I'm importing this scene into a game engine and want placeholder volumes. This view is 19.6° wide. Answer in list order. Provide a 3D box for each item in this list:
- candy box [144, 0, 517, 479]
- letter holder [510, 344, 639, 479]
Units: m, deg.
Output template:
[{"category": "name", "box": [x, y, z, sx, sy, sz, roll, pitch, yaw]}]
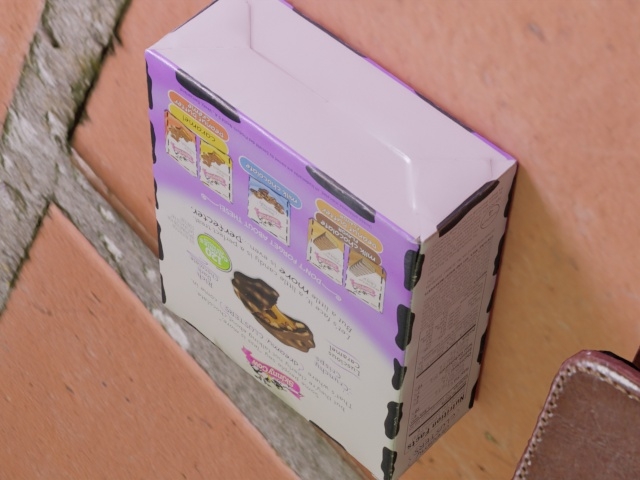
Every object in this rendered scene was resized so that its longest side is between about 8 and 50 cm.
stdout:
[{"category": "candy box", "box": [0.000, 0.000, 0.885, 0.165, 0.070, 0.196, 37, 149, 24]}, {"category": "letter holder", "box": [0.233, 0.089, 0.569, 0.302, 0.152, 0.214, 40, 149, 20]}]
